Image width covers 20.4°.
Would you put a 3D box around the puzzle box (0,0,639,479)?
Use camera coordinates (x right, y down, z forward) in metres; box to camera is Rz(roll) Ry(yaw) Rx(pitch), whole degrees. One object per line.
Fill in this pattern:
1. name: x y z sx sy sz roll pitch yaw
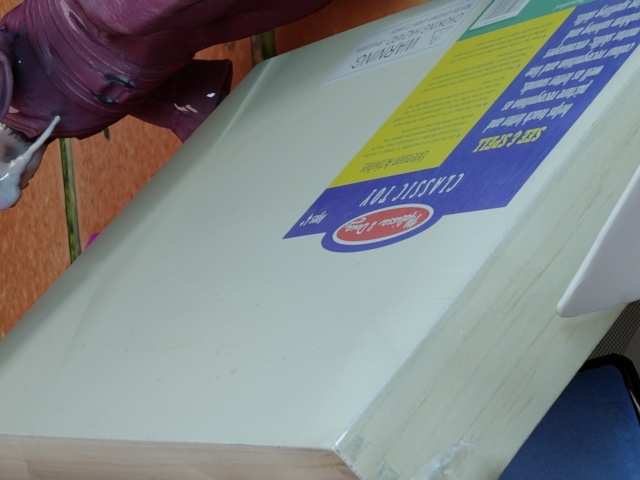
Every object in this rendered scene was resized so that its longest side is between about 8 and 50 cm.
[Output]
1. puzzle box: 0.000 0.000 0.735 0.052 0.272 0.409 49 156 -17

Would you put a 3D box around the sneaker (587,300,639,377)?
1. sneaker: 0.124 0.004 0.871 0.122 0.146 0.331 106 170 -63

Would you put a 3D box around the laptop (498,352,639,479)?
1. laptop: -0.023 0.290 0.731 0.236 0.408 0.382 103 149 -85

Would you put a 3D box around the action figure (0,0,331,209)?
1. action figure: -0.129 -0.140 1.057 0.370 0.248 0.276 -32 67 38

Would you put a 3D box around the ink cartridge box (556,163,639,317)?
1. ink cartridge box: 0.181 -0.003 0.538 0.067 0.198 0.115 58 140 36

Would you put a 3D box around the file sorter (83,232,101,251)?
1. file sorter: -0.089 0.179 1.024 0.291 0.202 0.182 -74 1 -50
